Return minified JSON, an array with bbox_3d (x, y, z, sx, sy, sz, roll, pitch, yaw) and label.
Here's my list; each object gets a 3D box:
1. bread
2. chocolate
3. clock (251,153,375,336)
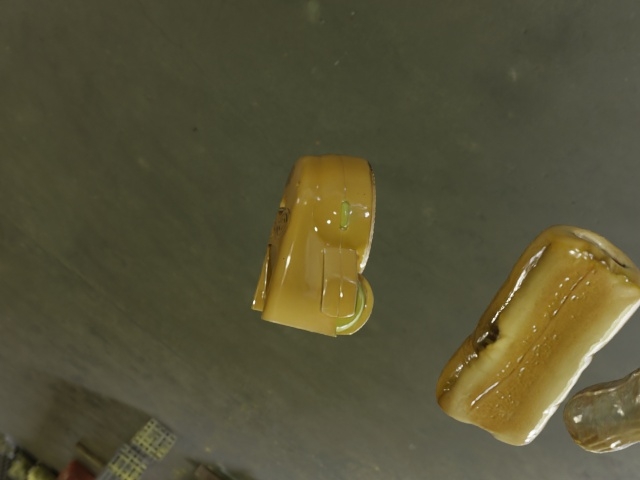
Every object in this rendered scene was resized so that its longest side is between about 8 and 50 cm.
[{"bbox_3d":[0.251,0.113,0.902,0.142,0.091,0.305,24,125,-1],"label":"bread"},{"bbox_3d":[0.560,0.291,1.359,0.134,0.134,0.309,45,139,-10],"label":"chocolate"},{"bbox_3d":[0.000,0.000,1.372,0.200,0.317,0.244,8,180,-13],"label":"clock"}]
